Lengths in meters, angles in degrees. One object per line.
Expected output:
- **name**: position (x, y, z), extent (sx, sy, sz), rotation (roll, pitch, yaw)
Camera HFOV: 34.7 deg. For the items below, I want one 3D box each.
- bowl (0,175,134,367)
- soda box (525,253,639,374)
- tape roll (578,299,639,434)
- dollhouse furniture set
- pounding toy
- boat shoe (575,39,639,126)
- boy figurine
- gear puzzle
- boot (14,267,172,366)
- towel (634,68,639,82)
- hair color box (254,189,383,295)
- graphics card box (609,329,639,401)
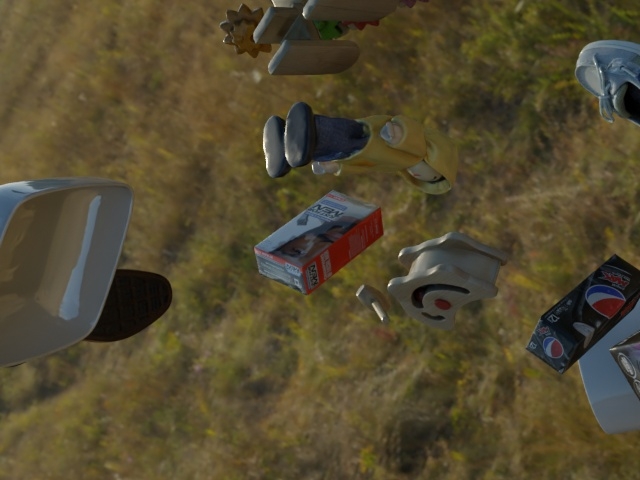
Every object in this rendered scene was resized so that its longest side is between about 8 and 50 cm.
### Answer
- **bowl**: position (-0.209, 0.015, 0.745), extent (0.142, 0.053, 0.142), rotation (-16, -52, -64)
- **soda box**: position (0.314, 0.083, 1.193), extent (0.169, 0.053, 0.060), rotation (-32, -31, -37)
- **tape roll**: position (0.547, 0.197, 1.741), extent (0.169, 0.246, 0.246), rotation (-16, 46, 25)
- **dollhouse furniture set**: position (0.027, -0.308, 0.952), extent (0.242, 0.161, 0.212), rotation (-49, 58, 46)
- **pounding toy**: position (0.191, 0.105, 1.720), extent (0.269, 0.154, 0.155), rotation (-22, 39, 52)
- **boat shoe**: position (0.504, -0.209, 1.569), extent (0.103, 0.118, 0.320), rotation (-39, 50, -11)
- **boy figurine**: position (0.062, -0.115, 1.341), extent (0.177, 0.285, 0.092), rotation (-19, 70, 49)
- **gear puzzle**: position (-0.010, -0.343, 1.416), extent (0.339, 0.175, 0.044), rotation (-20, 34, 31)
- **boot**: position (-0.271, 0.071, 1.077), extent (0.106, 0.219, 0.082), rotation (4, 104, 51)
- **towel**: position (0.435, -0.190, 1.269), extent (0.067, 0.119, 0.029), rotation (11, 82, 31)
- **hair color box**: position (0.000, 0.000, 1.422), extent (0.093, 0.053, 0.167), rotation (21, 46, 36)
- **graphics card box**: position (0.560, 0.208, 1.394), extent (0.094, 0.233, 0.371), rotation (-30, -5, -12)
